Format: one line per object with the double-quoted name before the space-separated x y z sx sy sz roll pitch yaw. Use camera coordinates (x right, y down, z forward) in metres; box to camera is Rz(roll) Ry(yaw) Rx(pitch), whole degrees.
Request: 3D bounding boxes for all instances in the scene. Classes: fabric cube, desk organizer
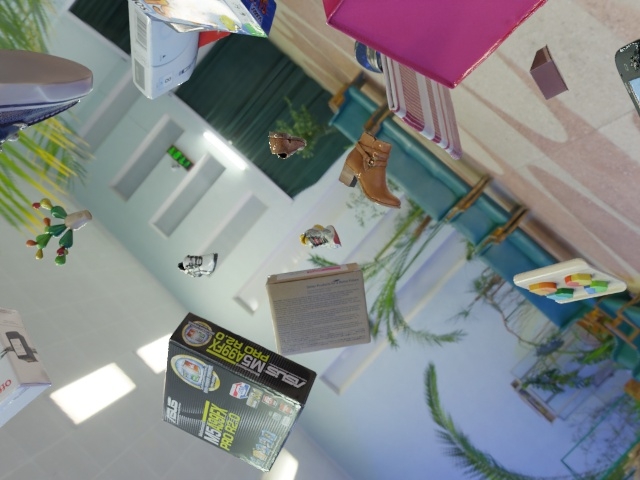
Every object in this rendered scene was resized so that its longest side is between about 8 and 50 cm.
"fabric cube" 0.155 -0.420 0.626 0.253 0.259 0.259 13 -126 -34
"desk organizer" 0.510 -0.375 1.049 0.130 0.050 0.047 24 -128 -45

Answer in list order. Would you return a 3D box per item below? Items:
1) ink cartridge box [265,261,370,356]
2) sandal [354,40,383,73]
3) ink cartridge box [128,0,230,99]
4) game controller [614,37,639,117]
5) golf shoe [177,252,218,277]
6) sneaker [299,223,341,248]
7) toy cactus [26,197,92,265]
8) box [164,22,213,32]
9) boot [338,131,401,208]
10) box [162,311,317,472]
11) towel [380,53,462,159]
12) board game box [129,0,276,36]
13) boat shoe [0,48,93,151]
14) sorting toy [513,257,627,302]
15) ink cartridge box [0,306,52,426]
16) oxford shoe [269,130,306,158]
"ink cartridge box" -0.005 0.168 1.150 0.088 0.234 0.194 -107 9 -79
"sandal" 0.190 -0.533 1.239 0.167 0.107 0.446 1 175 -5
"ink cartridge box" -0.349 -0.601 1.303 0.091 0.385 0.308 45 150 5
"game controller" 0.708 -0.264 0.958 0.320 0.067 0.166 62 -174 -4
"golf shoe" -0.450 0.088 1.701 0.093 0.198 0.077 22 -124 -38
"sneaker" 0.000 0.000 1.678 0.225 0.092 0.088 5 120 63
"toy cactus" -0.764 -0.045 1.363 0.112 0.180 0.219 55 -168 -65
"box" -0.229 -0.404 0.711 0.182 0.056 0.231 9 178 28
"boot" 0.156 -0.184 1.235 0.197 0.153 0.073 31 -163 10
"box" -0.143 0.257 0.754 0.216 0.270 0.060 25 -138 3
"towel" 0.221 -0.330 1.034 0.328 0.037 0.237 13 -114 -51
"board game box" -0.133 -0.232 0.364 0.136 0.035 0.201 15 180 17
"boat shoe" -0.467 -0.149 0.617 0.127 0.158 0.340 35 -142 19
"sorting toy" 0.636 0.114 1.190 0.208 0.038 0.193 22 151 -28
"ink cartridge box" -0.787 0.304 1.118 0.237 0.172 0.100 50 180 21
"oxford shoe" -0.104 -0.289 1.438 0.075 0.076 0.212 9 -170 21
